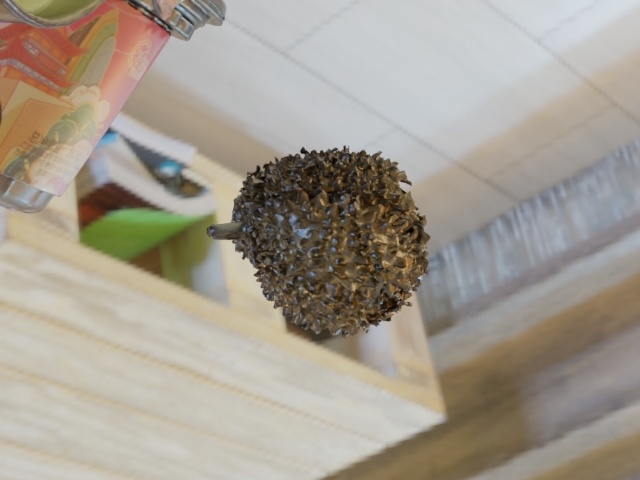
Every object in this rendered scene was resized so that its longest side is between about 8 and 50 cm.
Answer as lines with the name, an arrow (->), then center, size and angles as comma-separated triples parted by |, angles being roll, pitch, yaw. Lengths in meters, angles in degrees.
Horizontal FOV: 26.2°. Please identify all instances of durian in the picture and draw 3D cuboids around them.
durian -> 0.000, 0.000, 0.551 | 0.091, 0.080, 0.080 | -1, 147, -16

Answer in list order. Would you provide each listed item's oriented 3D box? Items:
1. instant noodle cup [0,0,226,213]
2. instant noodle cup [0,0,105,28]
instant noodle cup -> -0.211, -0.131, 0.857 | 0.258, 0.302, 0.181 | 28, 91, -14
instant noodle cup -> -0.145, -0.165, 0.399 | 0.178, 0.235, 0.235 | 14, 150, 10
